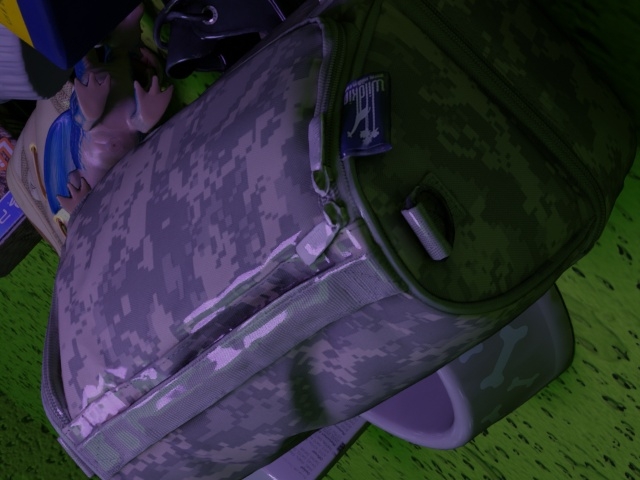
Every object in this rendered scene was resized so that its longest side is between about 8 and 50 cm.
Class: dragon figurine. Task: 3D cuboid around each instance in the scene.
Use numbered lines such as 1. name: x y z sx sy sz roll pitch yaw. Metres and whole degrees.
1. dragon figurine: -0.164 -0.059 1.423 0.144 0.085 0.289 -155 67 -76

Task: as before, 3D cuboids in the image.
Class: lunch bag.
1. lunch bag: 0.000 0.000 1.040 0.212 0.256 0.305 46 130 -10

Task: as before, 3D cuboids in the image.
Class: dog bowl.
1. dog bowl: 0.024 0.021 1.425 0.349 0.102 0.349 39 161 16

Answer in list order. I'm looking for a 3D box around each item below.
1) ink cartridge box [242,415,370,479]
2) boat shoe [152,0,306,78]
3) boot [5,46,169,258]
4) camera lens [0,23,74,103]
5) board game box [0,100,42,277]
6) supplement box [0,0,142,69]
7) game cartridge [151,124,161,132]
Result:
1. ink cartridge box: -0.015 0.195 1.756 0.060 0.180 0.104 41 161 7
2. boat shoe: -0.048 -0.134 1.213 0.340 0.113 0.127 46 161 -7
3. boot: -0.160 -0.047 1.559 0.262 0.095 0.203 49 142 23
4. camera lens: -0.306 -0.211 1.275 0.274 0.219 0.219 9 154 7
5. board game box: -0.384 -0.106 1.815 0.291 0.141 0.232 43 -178 0
6. supplement box: -0.223 -0.302 1.083 0.356 0.195 0.194 36 160 19
7. game cartridge: -0.096 0.023 1.734 0.196 0.060 0.294 39 161 14
